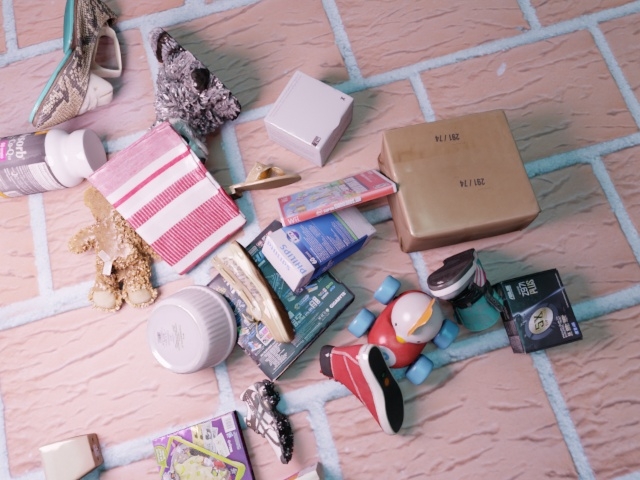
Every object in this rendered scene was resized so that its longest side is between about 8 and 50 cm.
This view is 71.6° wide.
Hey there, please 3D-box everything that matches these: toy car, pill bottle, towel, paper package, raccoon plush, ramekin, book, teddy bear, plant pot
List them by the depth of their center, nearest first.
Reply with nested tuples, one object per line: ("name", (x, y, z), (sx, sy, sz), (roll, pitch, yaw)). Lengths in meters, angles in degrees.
("book", (-0.069, 0.557, 1.015), (0.144, 0.096, 0.035), (-27, 76, -4))
("toy car", (0.202, 0.199, 1.023), (0.219, 0.238, 0.210), (38, 80, 10))
("plant pot", (-0.577, 0.510, 1.041), (0.096, 0.109, 0.109), (-20, 76, -16))
("ramekin", (-0.314, 0.217, 1.057), (0.207, 0.109, 0.207), (3, 98, 22))
("towel", (-0.370, -0.099, 1.116), (0.237, 0.037, 0.329), (-39, 112, -7))
("paper package", (0.339, -0.151, 1.144), (0.324, 0.168, 0.310), (-12, 75, -1))
("teddy bear", (-0.525, 0.021, 1.169), (0.245, 0.113, 0.338), (-24, 84, 1))
("pill bottle", (-0.742, -0.212, 1.192), (0.278, 0.162, 0.162), (-11, 76, -1))
("raccoon plush", (-0.422, -0.370, 1.251), (0.299, 0.216, 0.446), (-46, 52, 3))

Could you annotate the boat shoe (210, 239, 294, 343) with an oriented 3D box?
("boat shoe", (-0.159, 0.133, 1.055), (0.089, 0.104, 0.285), (-35, 66, -2))

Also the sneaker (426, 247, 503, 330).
("sneaker", (0.341, 0.133, 1.036), (0.123, 0.295, 0.179), (-25, 88, 29))

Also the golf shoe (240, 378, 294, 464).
("golf shoe", (-0.129, 0.441, 1.065), (0.093, 0.077, 0.198), (-26, 72, 10))

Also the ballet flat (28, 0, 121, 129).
("ballet flat", (-0.660, -0.497, 1.253), (0.182, 0.164, 0.483), (19, 60, -36))

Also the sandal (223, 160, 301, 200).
("sandal", (-0.177, -0.175, 1.205), (0.239, 0.088, 0.079), (-16, 82, 3))

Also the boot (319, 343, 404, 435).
("boot", (0.093, 0.357, 1.075), (0.176, 0.088, 0.244), (-12, 108, 39))

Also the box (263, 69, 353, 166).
("box", (-0.029, -0.333, 1.224), (0.181, 0.119, 0.181), (30, 78, 8))

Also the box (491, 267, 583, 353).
("box", (0.532, 0.175, 1.101), (0.147, 0.077, 0.180), (-13, 76, -1))

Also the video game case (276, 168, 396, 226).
("video game case", (0.031, -0.115, 1.137), (0.285, 0.204, 0.025), (-18, 111, -3))

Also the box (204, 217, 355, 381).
("box", (-0.114, 0.146, 1.130), (0.293, 0.073, 0.295), (43, 80, 13))

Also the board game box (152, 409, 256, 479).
("board game box", (-0.249, 0.604, 1.035), (0.208, 0.056, 0.347), (-17, 76, -7))

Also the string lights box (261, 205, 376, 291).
("string lights box", (0.000, 0.000, 1.104), (0.259, 0.077, 0.133), (-30, 72, -32))
